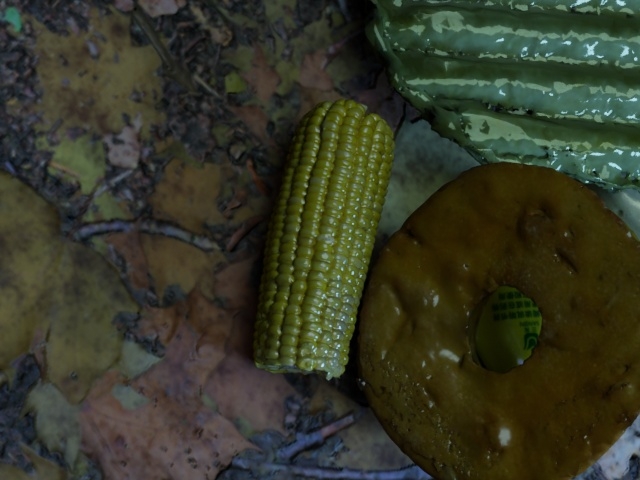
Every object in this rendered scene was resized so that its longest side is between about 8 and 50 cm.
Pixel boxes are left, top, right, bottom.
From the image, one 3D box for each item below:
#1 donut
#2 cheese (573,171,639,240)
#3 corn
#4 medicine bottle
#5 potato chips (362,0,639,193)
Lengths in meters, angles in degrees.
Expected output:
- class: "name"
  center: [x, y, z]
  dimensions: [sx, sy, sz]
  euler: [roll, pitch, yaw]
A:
- class: "donut"
  center: [0.167, 0.074, 1.531]
  dimensions: [0.108, 0.277, 0.277]
  euler: [1, 73, -65]
- class: "cheese"
  center: [0.270, -0.075, 1.701]
  dimensions: [0.249, 0.071, 0.163]
  euler: [18, 67, -15]
- class: "corn"
  center: [0.000, 0.000, 1.551]
  dimensions: [0.093, 0.093, 0.244]
  euler: [20, 71, -19]
- class: "medicine bottle"
  center: [0.180, 0.106, 1.622]
  dimensions: [0.095, 0.064, 0.260]
  euler: [-3, 78, -14]
- class: "potato chips"
  center: [0.243, -0.212, 1.680]
  dimensions: [0.429, 0.070, 0.358]
  euler: [4, 70, -12]
